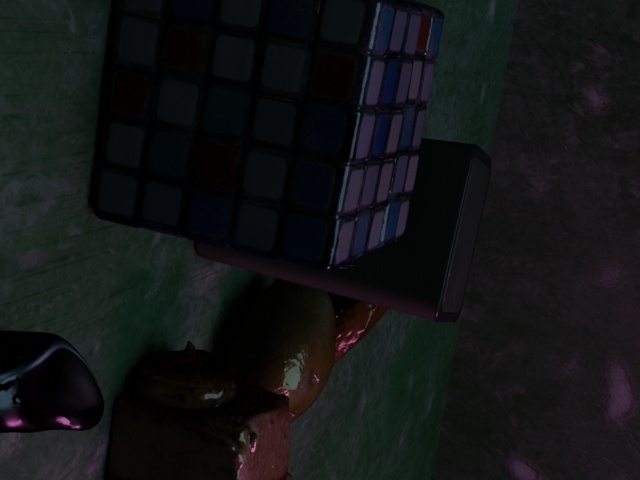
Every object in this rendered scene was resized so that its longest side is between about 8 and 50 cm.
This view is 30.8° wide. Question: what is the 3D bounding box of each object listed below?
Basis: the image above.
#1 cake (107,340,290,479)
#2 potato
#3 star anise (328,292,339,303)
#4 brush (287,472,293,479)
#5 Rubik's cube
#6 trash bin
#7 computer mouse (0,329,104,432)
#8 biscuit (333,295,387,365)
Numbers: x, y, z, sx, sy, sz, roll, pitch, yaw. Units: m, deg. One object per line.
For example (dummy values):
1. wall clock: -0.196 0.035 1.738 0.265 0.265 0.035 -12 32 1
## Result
1. cake: -0.143 0.272 1.458 0.196 0.198 0.293 -20 120 -66
2. potato: -0.053 0.156 1.712 0.174 0.159 0.251 118 -10 -52
3. star anise: -0.001 -0.003 1.849 0.198 0.110 0.257 -53 147 -20
4. brush: -0.104 0.395 1.923 0.299 0.039 0.042 38 62 -67
5. Rubik's cube: -0.050 -0.148 1.294 0.292 0.286 0.293 -27 128 -68
6. trash bin: 0.031 -0.036 1.525 0.158 0.343 0.223 12 89 -71
7. computer mouse: -0.280 0.125 1.032 0.233 0.137 0.096 43 43 -75
8. biscuit: 0.053 0.122 1.918 0.296 0.075 0.296 -45 -177 3
